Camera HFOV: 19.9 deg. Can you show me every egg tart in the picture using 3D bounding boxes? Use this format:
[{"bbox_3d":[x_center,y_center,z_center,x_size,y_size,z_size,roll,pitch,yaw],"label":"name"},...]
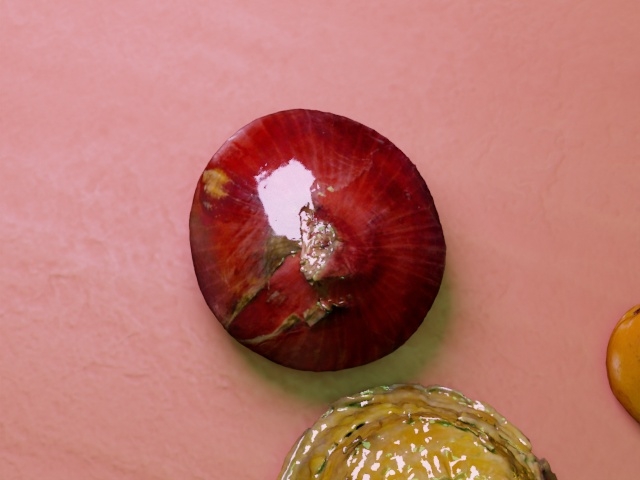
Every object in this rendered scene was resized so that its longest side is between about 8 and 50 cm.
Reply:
[{"bbox_3d":[0.090,0.246,1.595,0.294,0.116,0.295,3,58,-5],"label":"egg tart"}]

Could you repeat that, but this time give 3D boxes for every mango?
[{"bbox_3d":[0.370,0.131,1.678,0.217,0.102,0.141,27,86,3],"label":"mango"}]

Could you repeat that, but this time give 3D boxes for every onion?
[{"bbox_3d":[0.001,-0.002,1.657,0.248,0.161,0.248,7,72,-23],"label":"onion"}]
